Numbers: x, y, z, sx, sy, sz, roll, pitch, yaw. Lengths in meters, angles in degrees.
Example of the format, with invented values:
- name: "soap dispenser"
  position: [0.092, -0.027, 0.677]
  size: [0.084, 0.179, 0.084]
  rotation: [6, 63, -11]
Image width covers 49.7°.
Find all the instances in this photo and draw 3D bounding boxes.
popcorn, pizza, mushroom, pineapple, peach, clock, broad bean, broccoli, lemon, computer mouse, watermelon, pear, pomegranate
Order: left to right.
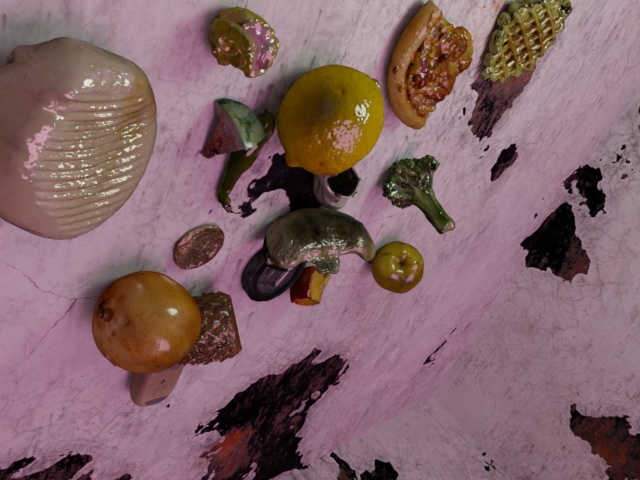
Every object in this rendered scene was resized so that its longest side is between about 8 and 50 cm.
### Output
- name: "pomegranate"
  position: [-0.429, 0.201, 1.690]
  size: [0.264, 0.264, 0.264]
  rotation: [-31, 148, -22]
- name: "computer mouse"
  position: [-0.481, 0.389, 2.039]
  size: [0.145, 0.082, 0.236]
  rotation: [-7, 132, -46]
- name: "pineapple"
  position: [-0.399, 0.263, 1.909]
  size: [0.362, 0.202, 0.202]
  rotation: [-12, 141, -15]
- name: "watermelon"
  position: [-0.190, -0.232, 1.583]
  size: [0.098, 0.121, 0.158]
  rotation: [-26, 149, -52]
- name: "popcorn"
  position: [-0.156, -0.402, 1.398]
  size: [0.145, 0.126, 0.125]
  rotation: [17, 103, -27]
- name: "broad bean"
  position: [-0.186, -0.190, 1.696]
  size: [0.098, 0.056, 0.318]
  rotation: [-13, 142, -40]
- name: "clock"
  position: [-0.142, 0.091, 2.115]
  size: [0.226, 0.049, 0.226]
  rotation: [-31, 147, -23]
- name: "peach"
  position: [-0.038, 0.147, 2.250]
  size: [0.151, 0.118, 0.151]
  rotation: [-35, 131, -52]
- name: "mushroom"
  position: [0.001, -0.002, 1.974]
  size: [0.344, 0.247, 0.130]
  rotation: [0, 124, -19]
- name: "lemon"
  position: [0.023, -0.286, 1.646]
  size: [0.267, 0.267, 0.267]
  rotation: [-31, 148, -22]
- name: "pear"
  position: [0.281, 0.099, 2.514]
  size: [0.200, 0.200, 0.200]
  rotation: [-31, 148, -22]
- name: "broccoli"
  position: [0.337, -0.159, 2.161]
  size: [0.177, 0.275, 0.198]
  rotation: [12, 108, -54]
- name: "pizza"
  position: [0.298, -0.473, 1.887]
  size: [0.278, 0.114, 0.409]
  rotation: [-22, 147, -25]

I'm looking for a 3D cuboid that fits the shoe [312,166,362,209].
- name: "shoe"
  position: [0.055, -0.159, 1.930]
  size: [0.124, 0.159, 0.316]
  rotation: [-41, 148, -8]

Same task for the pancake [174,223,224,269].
- name: "pancake"
  position: [-0.320, 0.017, 1.823]
  size: [0.152, 0.025, 0.151]
  rotation: [-31, 149, -21]

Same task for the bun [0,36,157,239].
- name: "bun"
  position: [-0.457, -0.184, 1.206]
  size: [0.365, 0.219, 0.365]
  rotation: [-49, 160, -24]

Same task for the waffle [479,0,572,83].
- name: "waffle"
  position: [0.623, -0.623, 2.126]
  size: [0.297, 0.073, 0.317]
  rotation: [-16, 148, -31]
